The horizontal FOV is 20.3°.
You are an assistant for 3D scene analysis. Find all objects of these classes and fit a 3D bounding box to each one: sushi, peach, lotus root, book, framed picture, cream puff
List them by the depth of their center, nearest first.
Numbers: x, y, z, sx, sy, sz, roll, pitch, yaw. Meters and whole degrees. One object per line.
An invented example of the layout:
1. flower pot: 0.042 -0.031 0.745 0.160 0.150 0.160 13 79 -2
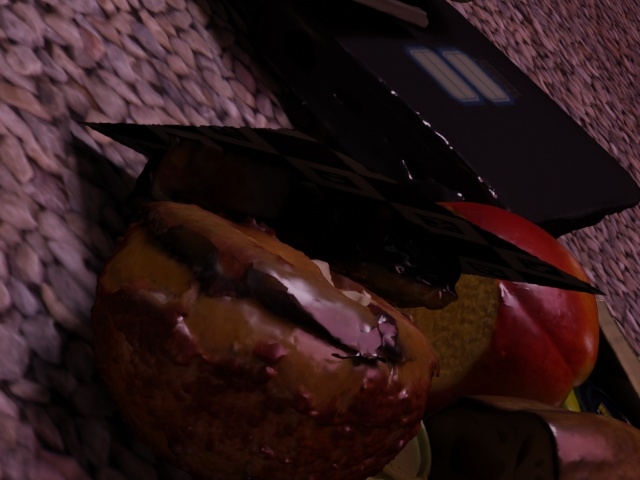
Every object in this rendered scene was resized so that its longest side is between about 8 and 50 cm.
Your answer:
1. cream puff: -0.043 0.073 1.125 0.240 0.164 0.240 35 0 0
2. sushi: 0.000 0.000 1.273 0.292 0.294 0.059 26 78 -36
3. lotus root: 0.181 0.211 1.348 0.180 0.199 0.188 1 91 -34
4. peach: 0.137 0.063 1.515 0.192 0.190 0.190 40 24 -9
5. framed picture: -0.044 -0.288 1.701 0.281 0.019 0.209 35 12 27
6. book: 0.292 0.164 1.739 0.289 0.026 0.201 59 -12 -13

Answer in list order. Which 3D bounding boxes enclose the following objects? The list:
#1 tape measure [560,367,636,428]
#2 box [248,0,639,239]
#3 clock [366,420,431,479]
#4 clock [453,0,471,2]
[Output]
1. tape measure: 0.230 0.197 1.623 0.199 0.112 0.186 51 14 4
2. box: 0.128 -0.129 1.768 0.359 0.091 0.350 47 27 17
3. clock: 0.014 0.126 1.322 0.170 0.069 0.232 38 27 -37
4. clock: 0.019 -0.366 1.839 0.286 0.117 0.348 22 11 -22
